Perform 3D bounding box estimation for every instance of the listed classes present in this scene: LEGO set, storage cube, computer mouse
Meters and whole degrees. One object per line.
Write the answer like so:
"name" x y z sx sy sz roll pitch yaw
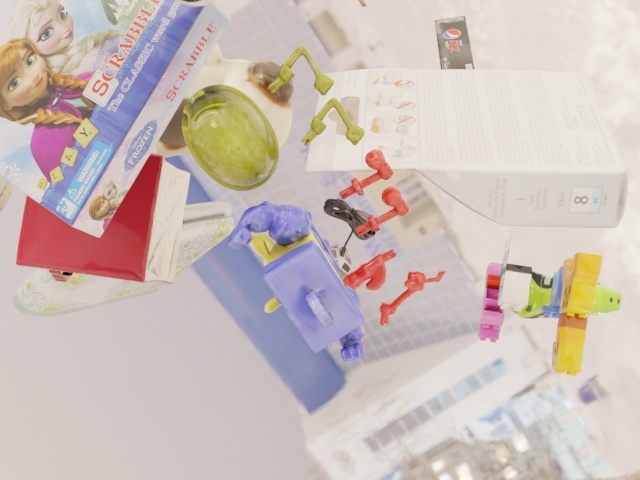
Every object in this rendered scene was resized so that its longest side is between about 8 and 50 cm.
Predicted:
"LEGO set" 0.182 0.061 0.783 0.227 0.087 0.093 56 -137 -79
"storage cube" -0.321 -0.036 1.434 0.183 0.193 0.215 41 -124 -84
"computer mouse" 0.008 0.037 1.354 0.042 0.193 0.106 32 -172 42

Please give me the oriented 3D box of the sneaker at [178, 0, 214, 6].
"sneaker" -0.163 -0.397 0.964 0.147 0.104 0.296 -20 -80 -77

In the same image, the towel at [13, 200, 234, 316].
"towel" -0.388 0.032 1.900 0.374 0.320 0.090 -13 -109 -47

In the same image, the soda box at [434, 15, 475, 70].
"soda box" 0.219 -0.292 1.531 0.169 0.053 0.060 -88 -14 -46

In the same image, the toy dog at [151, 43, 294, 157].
"toy dog" -0.250 -0.273 1.815 0.407 0.285 0.395 5 -160 -22

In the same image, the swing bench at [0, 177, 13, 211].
"swing bench" -0.787 -0.113 1.854 0.253 0.254 0.165 55 -162 -36

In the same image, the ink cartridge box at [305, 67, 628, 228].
"ink cartridge box" 0.184 -0.131 1.267 0.308 0.384 0.091 -83 -9 -57

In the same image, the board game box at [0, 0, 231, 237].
"board game box" -0.321 -0.217 1.202 0.318 0.319 0.066 30 179 25

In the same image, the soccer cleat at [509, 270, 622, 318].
"soccer cleat" 0.292 0.071 1.165 0.072 0.060 0.179 9 178 -24

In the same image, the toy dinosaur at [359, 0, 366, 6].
"toy dinosaur" -0.032 -0.520 1.670 0.295 0.127 0.200 40 152 -14

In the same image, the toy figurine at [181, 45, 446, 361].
"toy figurine" 0.000 0.000 1.004 0.363 0.191 0.217 59 -170 -23
